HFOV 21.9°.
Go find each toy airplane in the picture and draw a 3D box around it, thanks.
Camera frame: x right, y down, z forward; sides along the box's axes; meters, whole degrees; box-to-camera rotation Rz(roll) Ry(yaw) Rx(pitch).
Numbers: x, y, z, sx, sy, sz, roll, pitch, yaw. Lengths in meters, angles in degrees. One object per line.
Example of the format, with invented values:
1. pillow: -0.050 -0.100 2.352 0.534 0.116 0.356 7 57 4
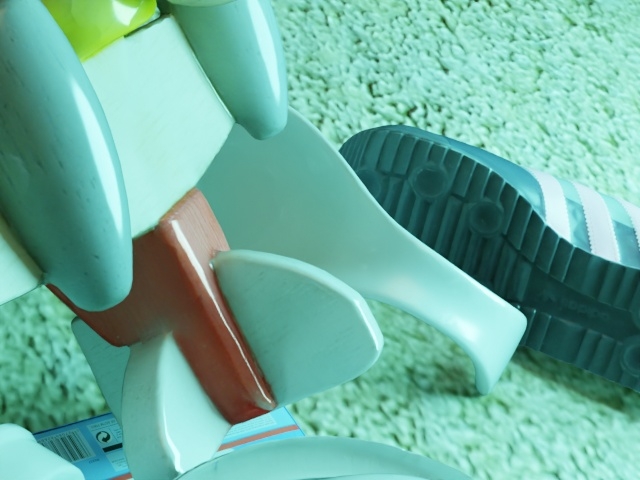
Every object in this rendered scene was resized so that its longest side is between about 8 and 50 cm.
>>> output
1. toy airplane: -0.103 -0.074 0.822 0.384 0.272 0.386 26 26 -45

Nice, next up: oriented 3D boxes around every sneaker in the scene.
1. sneaker: 0.159 0.010 1.108 0.319 0.112 0.131 28 22 5

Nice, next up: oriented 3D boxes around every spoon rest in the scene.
1. spoon rest: 0.000 0.000 1.031 0.276 0.084 0.137 28 76 7

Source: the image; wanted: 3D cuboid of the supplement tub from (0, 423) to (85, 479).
1. supplement tub: -0.289 0.102 0.677 0.331 0.241 0.241 28 39 10

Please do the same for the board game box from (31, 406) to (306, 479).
1. board game box: -0.047 0.170 0.863 0.160 0.039 0.211 -13 49 -34

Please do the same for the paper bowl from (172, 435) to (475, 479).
1. paper bowl: 0.022 0.216 0.710 0.284 0.148 0.284 15 50 -19
